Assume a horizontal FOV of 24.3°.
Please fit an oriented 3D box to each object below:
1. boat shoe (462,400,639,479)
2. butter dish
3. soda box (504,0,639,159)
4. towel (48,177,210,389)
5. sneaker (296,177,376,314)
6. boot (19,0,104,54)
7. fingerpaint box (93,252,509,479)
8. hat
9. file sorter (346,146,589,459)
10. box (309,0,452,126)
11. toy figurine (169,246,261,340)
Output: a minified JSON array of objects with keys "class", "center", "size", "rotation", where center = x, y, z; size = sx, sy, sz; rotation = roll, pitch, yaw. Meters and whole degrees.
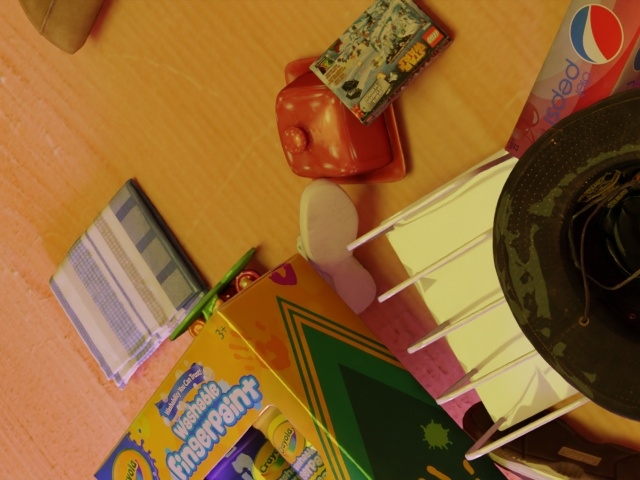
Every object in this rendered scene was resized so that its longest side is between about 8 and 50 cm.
[{"class":"boat shoe","center":[0.273,0.269,1.712],"size":[0.257,0.095,0.095],"rotation":[23,136,38]},{"class":"butter dish","center":[0.002,-0.131,1.753],"size":[0.160,0.118,0.160],"rotation":[0,108,41]},{"class":"soda box","center":[0.284,-0.183,1.496],"size":[0.083,0.092,0.263],"rotation":[38,129,23]},{"class":"towel","center":[-0.283,0.067,2.158],"size":[0.209,0.034,0.285],"rotation":[55,132,12]},{"class":"sneaker","center":[0.000,0.000,1.812],"size":[0.094,0.080,0.212],"rotation":[39,156,42]},{"class":"boot","center":[-0.281,-0.342,1.941],"size":[0.236,0.089,0.269],"rotation":[58,136,20]},{"class":"fingerpaint box","center":[-0.045,0.295,1.832],"size":[0.371,0.163,0.445],"rotation":[48,137,8]},{"class":"hat","center":[0.341,0.018,1.464],"size":[0.331,0.134,0.331],"rotation":[-2,86,25]},{"class":"file sorter","center":[0.184,0.066,1.608],"size":[0.193,0.173,0.278],"rotation":[-31,86,25]},{"class":"box","center":[0.068,-0.209,1.673],"size":[0.137,0.027,0.094],"rotation":[-44,74,7]},{"class":"toy figurine","center":[-0.087,0.122,1.976],"size":[0.159,0.130,0.173],"rotation":[43,108,2]}]
